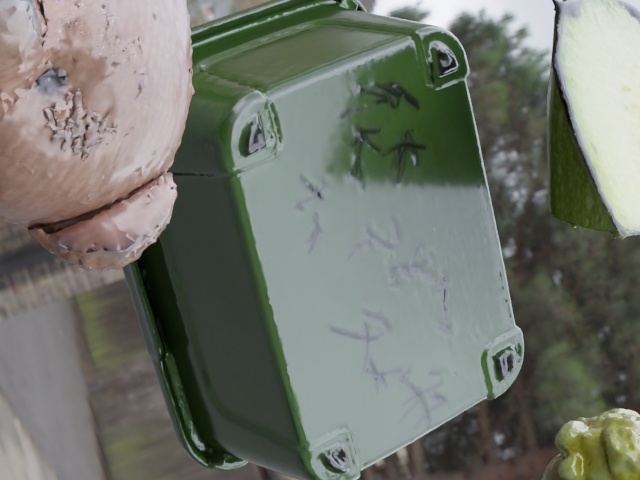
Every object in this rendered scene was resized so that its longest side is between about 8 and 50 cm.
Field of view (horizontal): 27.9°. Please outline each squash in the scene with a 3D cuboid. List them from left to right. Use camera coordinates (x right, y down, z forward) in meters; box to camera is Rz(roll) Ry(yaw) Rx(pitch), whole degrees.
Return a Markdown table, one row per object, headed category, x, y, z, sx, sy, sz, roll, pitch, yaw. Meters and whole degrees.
| category | x | y | z | sx | sy | sz | roll | pitch | yaw |
| --- | --- | --- | --- | --- | --- | --- | --- | --- | --- |
| squash | 0.196 | -0.071 | 0.870 | 0.085 | 0.192 | 0.184 | -36 | -116 | 42 |

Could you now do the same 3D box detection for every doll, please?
| category | x | y | z | sx | sy | sz | roll | pitch | yaw |
| --- | --- | --- | --- | --- | --- | --- | --- | --- | --- |
| doll | -0.188 | -0.092 | 0.486 | 0.156 | 0.303 | 0.201 | 157 | -69 | -66 |

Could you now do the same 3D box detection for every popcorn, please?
| category | x | y | z | sx | sy | sz | roll | pitch | yaw |
| --- | --- | --- | --- | --- | --- | --- | --- | --- | --- |
| popcorn | 0.274 | 0.257 | 1.206 | 0.187 | 0.185 | 0.167 | 57 | -8 | -24 |

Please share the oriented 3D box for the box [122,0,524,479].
| category | x | y | z | sx | sy | sz | roll | pitch | yaw |
| --- | --- | --- | --- | --- | --- | --- | --- | --- | --- |
| box | 0.000 | 0.000 | 0.919 | 0.178 | 0.252 | 0.329 | 14 | -56 | 57 |
